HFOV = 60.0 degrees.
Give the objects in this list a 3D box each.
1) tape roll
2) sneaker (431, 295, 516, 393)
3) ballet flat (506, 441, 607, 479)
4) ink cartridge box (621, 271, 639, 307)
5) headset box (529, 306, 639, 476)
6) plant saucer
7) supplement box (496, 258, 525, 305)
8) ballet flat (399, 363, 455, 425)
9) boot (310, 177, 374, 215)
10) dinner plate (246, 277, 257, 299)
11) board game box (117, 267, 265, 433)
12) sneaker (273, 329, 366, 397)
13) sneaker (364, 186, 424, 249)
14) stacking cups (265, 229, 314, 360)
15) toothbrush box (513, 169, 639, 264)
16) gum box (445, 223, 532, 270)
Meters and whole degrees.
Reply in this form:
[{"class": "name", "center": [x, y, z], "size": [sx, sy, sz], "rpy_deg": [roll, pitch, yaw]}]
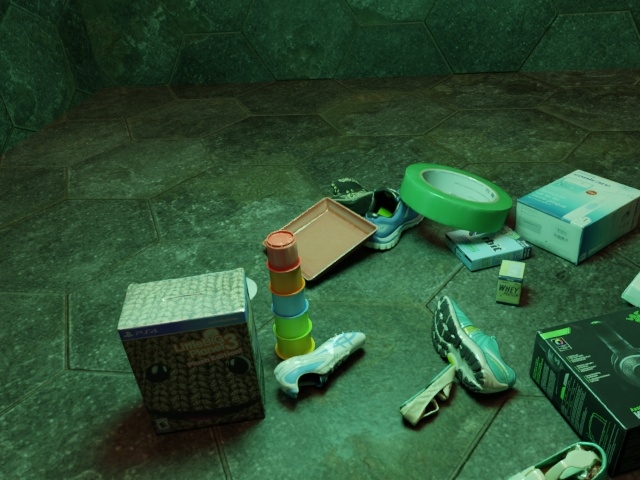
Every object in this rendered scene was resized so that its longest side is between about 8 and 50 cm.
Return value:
[{"class": "tape roll", "center": [0.395, -0.131, 1.631], "size": [0.322, 0.077, 0.321], "rpy_deg": [11, 27, -6]}, {"class": "sneaker", "center": [0.330, 0.232, 1.233], "size": [0.110, 0.106, 0.275], "rpy_deg": [5, 33, -20]}, {"class": "ballet flat", "center": [0.382, 0.404, 0.935], "size": [0.248, 0.087, 0.083], "rpy_deg": [-18, 35, -18]}, {"class": "ink cartridge box", "center": [0.870, 0.143, 1.327], "size": [0.181, 0.056, 0.225], "rpy_deg": [-31, 59, -35]}, {"class": "headset box", "center": [0.586, 0.270, 1.074], "size": [0.247, 0.131, 0.283], "rpy_deg": [-11, 32, -9]}, {"class": "plant saucer", "center": [0.000, 0.000, 1.624], "size": [0.259, 0.047, 0.258], "rpy_deg": [-37, 42, -17]}, {"class": "supplement box", "center": [0.479, 0.105, 1.395], "size": [0.056, 0.083, 0.083], "rpy_deg": [8, 34, 22]}, {"class": "ballet flat", "center": [0.231, 0.320, 1.139], "size": [0.168, 0.057, 0.052], "rpy_deg": [-31, 67, -28]}, {"class": "boot", "center": [0.059, -0.135, 1.848], "size": [0.237, 0.085, 0.178], "rpy_deg": [-15, 29, -14]}, {"class": "dinner plate", "center": [-0.245, 0.136, 1.522], "size": [0.141, 0.017, 0.141], "rpy_deg": [-3, 31, 2]}, {"class": "board game box", "center": [-0.246, 0.226, 1.123], "size": [0.232, 0.290, 0.141], "rpy_deg": [-9, 32, -4]}, {"class": "sneaker", "center": [0.011, 0.271, 1.223], "size": [0.237, 0.085, 0.086], "rpy_deg": [-22, 62, -30]}, {"class": "sneaker", "center": [0.235, -0.106, 1.708], "size": [0.130, 0.147, 0.330], "rpy_deg": [13, 36, 27]}, {"class": "stacking cups", "center": [-0.079, 0.124, 1.235], "size": [0.096, 0.316, 0.096], "rpy_deg": [-6, 32, 4]}, {"class": "toothbrush box", "center": [0.745, -0.077, 1.604], "size": [0.296, 0.126, 0.216], "rpy_deg": [-22, 36, -27]}, {"class": "gum box", "center": [0.475, 0.013, 1.580], "size": [0.185, 0.041, 0.157], "rpy_deg": [-13, 32, -11]}]
